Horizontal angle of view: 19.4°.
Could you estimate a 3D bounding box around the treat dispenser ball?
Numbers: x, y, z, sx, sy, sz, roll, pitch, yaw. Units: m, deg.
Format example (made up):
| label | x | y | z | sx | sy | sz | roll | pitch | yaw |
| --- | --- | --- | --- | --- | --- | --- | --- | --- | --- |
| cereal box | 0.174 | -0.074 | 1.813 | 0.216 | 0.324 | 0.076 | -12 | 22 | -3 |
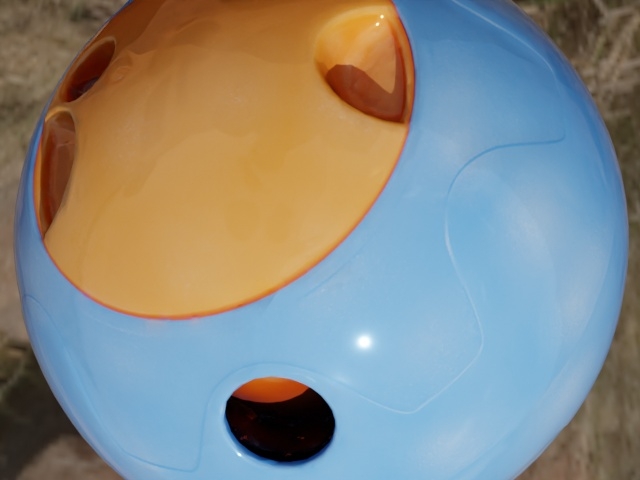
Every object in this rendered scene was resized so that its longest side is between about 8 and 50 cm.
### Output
| label | x | y | z | sx | sy | sz | roll | pitch | yaw |
| --- | --- | --- | --- | --- | --- | --- | --- | --- | --- |
| treat dispenser ball | 0.000 | 0.000 | 0.886 | 0.288 | 0.288 | 0.288 | 0 | 131 | 0 |
